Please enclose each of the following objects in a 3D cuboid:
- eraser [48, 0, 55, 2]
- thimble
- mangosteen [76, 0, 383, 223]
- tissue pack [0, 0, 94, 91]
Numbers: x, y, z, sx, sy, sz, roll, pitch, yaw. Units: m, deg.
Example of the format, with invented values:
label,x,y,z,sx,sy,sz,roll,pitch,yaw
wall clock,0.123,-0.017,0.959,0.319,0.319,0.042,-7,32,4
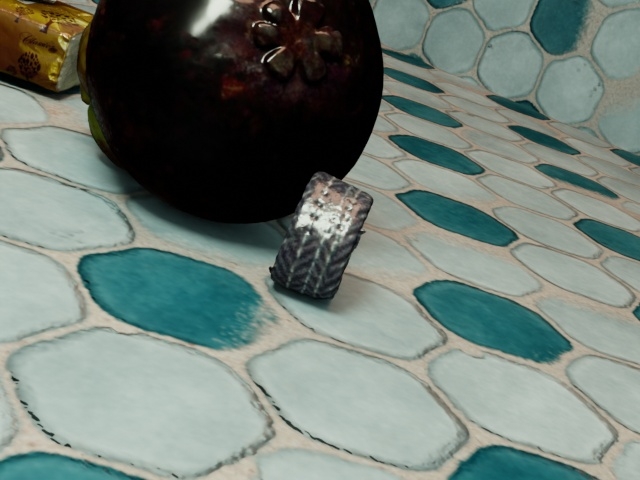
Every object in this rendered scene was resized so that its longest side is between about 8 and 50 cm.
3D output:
label,x,y,z,sx,sy,sz,roll,pitch,yaw
eraser,-0.420,-0.360,1.297,0.225,0.052,0.095,30,16,33
thimble,0.001,-0.002,0.919,0.066,0.104,0.095,23,19,1
mangosteen,-0.085,-0.149,1.021,0.297,0.313,0.297,8,57,-13
tissue pack,-0.386,-0.260,1.274,0.226,0.092,0.183,22,16,1
